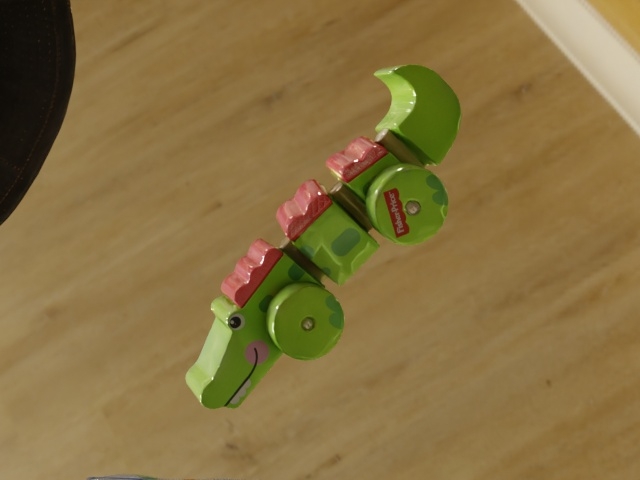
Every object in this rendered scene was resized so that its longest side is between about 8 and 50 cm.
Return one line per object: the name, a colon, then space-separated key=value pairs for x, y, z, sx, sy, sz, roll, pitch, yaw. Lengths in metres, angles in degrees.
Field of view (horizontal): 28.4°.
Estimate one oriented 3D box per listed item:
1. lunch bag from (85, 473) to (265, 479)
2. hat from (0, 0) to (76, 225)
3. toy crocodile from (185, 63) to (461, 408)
lunch bag: x=-0.039 y=0.252 z=0.896 sx=0.243 sy=0.303 sz=0.115 roll=3 pitch=-115 yaw=10
hat: x=-0.317 y=-0.136 z=0.952 sx=0.331 sy=0.134 sz=0.331 roll=1 pitch=-84 yaw=7
toy crocodile: x=0.000 y=0.000 z=1.073 sx=0.340 sy=0.105 sz=0.115 roll=-49 pitch=-159 yaw=1
